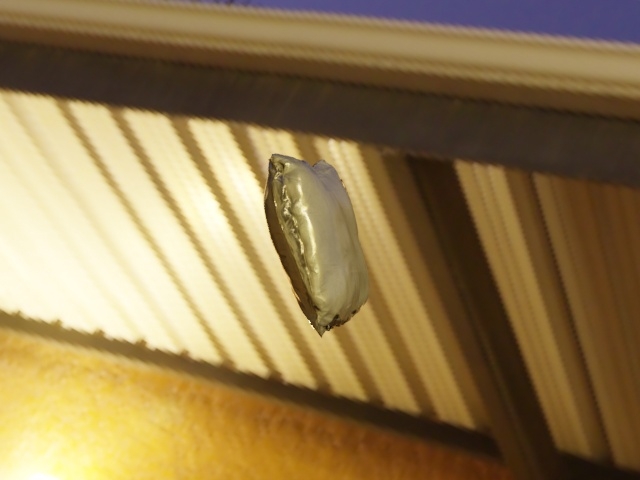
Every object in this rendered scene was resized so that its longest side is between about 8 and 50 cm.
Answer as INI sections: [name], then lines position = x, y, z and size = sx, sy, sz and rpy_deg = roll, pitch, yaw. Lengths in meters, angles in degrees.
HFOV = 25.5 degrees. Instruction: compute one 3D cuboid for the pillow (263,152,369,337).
[pillow]
position = 0.000, 0.000, 1.042
size = 0.050, 0.128, 0.229
rpy_deg = -13, 0, 8
